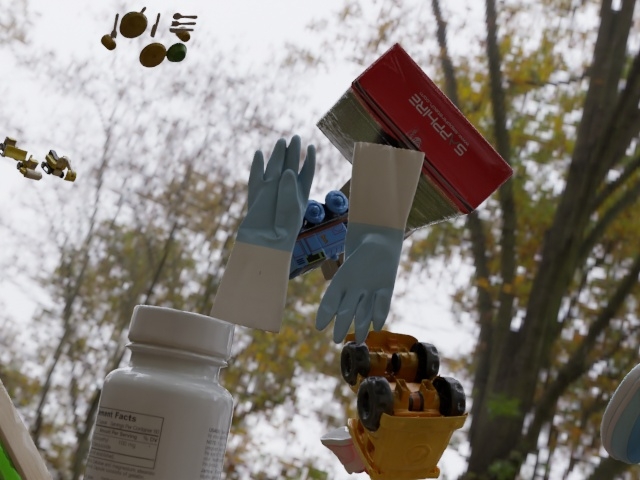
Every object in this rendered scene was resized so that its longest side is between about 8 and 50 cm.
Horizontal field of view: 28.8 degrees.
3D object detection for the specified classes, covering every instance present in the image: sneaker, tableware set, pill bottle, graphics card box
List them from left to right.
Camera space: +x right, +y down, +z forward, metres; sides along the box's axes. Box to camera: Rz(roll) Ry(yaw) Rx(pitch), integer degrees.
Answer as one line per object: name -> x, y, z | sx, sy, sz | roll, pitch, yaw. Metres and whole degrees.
tableware set -> -0.271, -0.319, 1.967 | 0.154, 0.024, 0.104 | -7, -47, -35
pill bottle -> -0.155, 0.185, 1.217 | 0.131, 0.229, 0.131 | 10, -9, 2
sneaker -> 0.042, 0.339, 1.995 | 0.070, 0.051, 0.134 | 67, -18, -4
graphics card box -> 0.120, -0.134, 1.764 | 0.233, 0.094, 0.371 | 47, -9, -2
sneaker -> 0.523, 0.226, 1.645 | 0.127, 0.208, 0.319 | 26, -67, -35

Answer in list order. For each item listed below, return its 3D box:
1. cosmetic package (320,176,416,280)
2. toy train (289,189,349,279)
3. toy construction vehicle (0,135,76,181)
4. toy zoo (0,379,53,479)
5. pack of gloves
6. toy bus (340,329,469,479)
cosmetic package -> 0.077, -0.030, 2.265 | 0.107, 0.127, 0.238 | -9, -21, -25
toy train -> -0.010, -0.009, 1.990 | 0.080, 0.184, 0.105 | -35, -100, 52
toy construction vehicle -> -0.375, -0.109, 1.659 | 0.086, 0.035, 0.098 | 16, 15, -36
toy zoo -> -0.397, 0.331, 1.536 | 0.030, 0.192, 0.293 | -8, -47, -34
pack of gloves -> 0.000, 0.000, 1.393 | 0.195, 0.232, 0.046 | 10, -13, 15
toy bus -> 0.106, 0.269, 1.877 | 0.149, 0.220, 0.211 | 1, -60, -21
